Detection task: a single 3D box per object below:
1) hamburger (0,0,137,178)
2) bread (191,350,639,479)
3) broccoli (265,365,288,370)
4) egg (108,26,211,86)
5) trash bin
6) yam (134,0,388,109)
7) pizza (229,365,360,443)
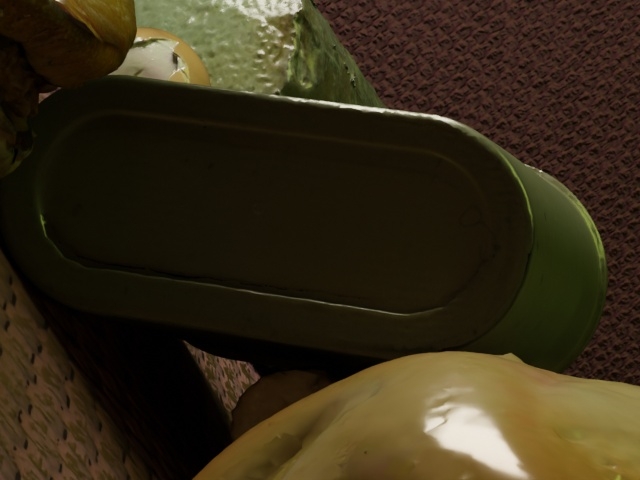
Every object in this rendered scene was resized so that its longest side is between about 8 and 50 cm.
[{"bbox_3d":[-0.157,-0.107,0.689,0.177,0.113,0.185,63,14,14],"label":"hamburger"},{"bbox_3d":[0.085,0.172,0.523,0.270,0.211,0.316,8,21,-33],"label":"bread"},{"bbox_3d":[0.063,0.120,1.229,0.165,0.145,0.304,-76,144,-78],"label":"broccoli"},{"bbox_3d":[-0.105,-0.087,1.148,0.080,0.080,0.096,56,1,1],"label":"egg"},{"bbox_3d":[0.000,0.000,0.878,0.247,0.243,0.121,24,75,-75],"label":"trash bin"},{"bbox_3d":[-0.037,-0.078,1.313,0.161,0.161,0.268,60,5,39],"label":"yam"},{"bbox_3d":[0.087,0.210,0.875,0.409,0.114,0.277,51,6,-39],"label":"pizza"}]
